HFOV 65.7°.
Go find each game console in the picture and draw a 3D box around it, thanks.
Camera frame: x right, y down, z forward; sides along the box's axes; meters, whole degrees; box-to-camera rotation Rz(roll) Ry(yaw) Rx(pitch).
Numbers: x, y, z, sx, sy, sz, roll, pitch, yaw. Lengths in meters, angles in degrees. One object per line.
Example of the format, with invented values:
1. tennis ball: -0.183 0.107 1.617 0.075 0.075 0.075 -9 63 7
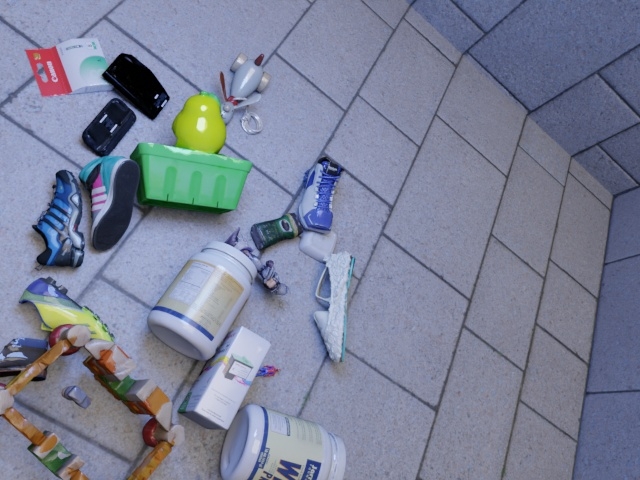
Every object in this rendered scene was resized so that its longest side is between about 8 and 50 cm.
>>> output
1. game console: -0.670 -0.448 1.661 0.213 0.044 0.361 43 59 -31

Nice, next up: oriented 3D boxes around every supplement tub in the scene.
1. supplement tub: -0.111 0.649 1.497 0.324 0.235 0.236 24 62 -20
2. supplement tub: -0.355 0.181 1.532 0.228 0.228 0.316 38 58 -13

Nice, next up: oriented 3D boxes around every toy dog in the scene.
1. toy dog: -0.289 -0.592 1.891 0.220 0.161 0.334 13 66 -25

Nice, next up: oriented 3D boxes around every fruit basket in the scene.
1. fruit basket: -0.419 -0.288 1.629 0.391 0.283 0.392 2 87 -28

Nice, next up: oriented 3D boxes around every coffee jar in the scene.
1. coffee jar: -0.157 -0.037 1.814 0.184 0.079 0.096 -19 80 -33

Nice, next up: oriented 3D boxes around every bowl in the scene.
1. bowl: 0.000 0.000 1.908 0.142 0.053 0.142 30 59 -18

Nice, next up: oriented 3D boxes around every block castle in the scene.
1. block castle: -0.603 0.456 1.282 0.453 0.212 0.303 52 52 -14

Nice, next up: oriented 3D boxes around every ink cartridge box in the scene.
1. ink cartridge box: -0.826 -0.577 1.643 0.224 0.056 0.181 -18 82 -35
2. ink cartridge box: -0.289 0.415 1.499 0.117 0.201 0.278 36 58 -14

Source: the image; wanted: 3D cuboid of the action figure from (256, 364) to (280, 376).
1. action figure: -0.186 0.438 1.657 0.115 0.030 0.038 2 67 -32

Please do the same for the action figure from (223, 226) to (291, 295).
1. action figure: -0.207 0.089 1.693 0.285 0.185 0.099 42 76 -3

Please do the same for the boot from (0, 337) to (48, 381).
1. boot: -0.836 0.306 1.309 0.219 0.082 0.106 20 53 -34

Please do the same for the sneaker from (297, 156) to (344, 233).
1. sneaker: 0.004 -0.199 1.878 0.127 0.182 0.316 12 56 -18

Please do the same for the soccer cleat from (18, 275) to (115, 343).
1. soccer cleat: -0.710 0.227 1.400 0.289 0.093 0.121 44 68 -8

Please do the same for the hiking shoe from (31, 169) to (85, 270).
1. hiking shoe: -0.771 -0.069 1.452 0.132 0.113 0.304 -3 74 -31

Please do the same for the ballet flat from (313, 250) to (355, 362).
1. ballet flat: 0.043 0.237 1.814 0.146 0.147 0.409 16 69 -24

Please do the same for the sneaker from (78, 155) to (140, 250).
1. sneaker: -0.675 -0.133 1.530 0.123 0.178 0.296 9 104 -57
